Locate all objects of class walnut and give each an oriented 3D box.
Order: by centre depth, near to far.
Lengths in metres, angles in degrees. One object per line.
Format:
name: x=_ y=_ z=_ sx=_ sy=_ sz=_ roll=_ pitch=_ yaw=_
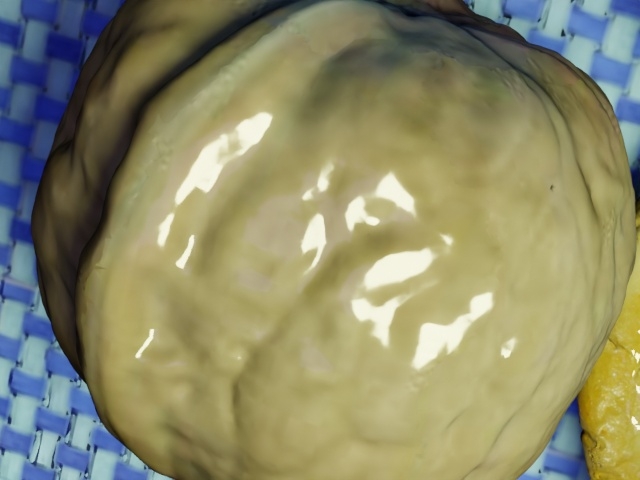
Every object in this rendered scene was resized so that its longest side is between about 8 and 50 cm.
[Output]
walnut: x=0.001 y=0.000 z=0.761 sx=0.248 sy=0.248 sz=0.248 roll=3 pitch=106 yaw=12

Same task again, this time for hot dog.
hot dog: x=0.152 y=0.086 z=0.826 sx=0.073 sy=0.084 sz=0.243 roll=-4 pitch=105 yaw=13
